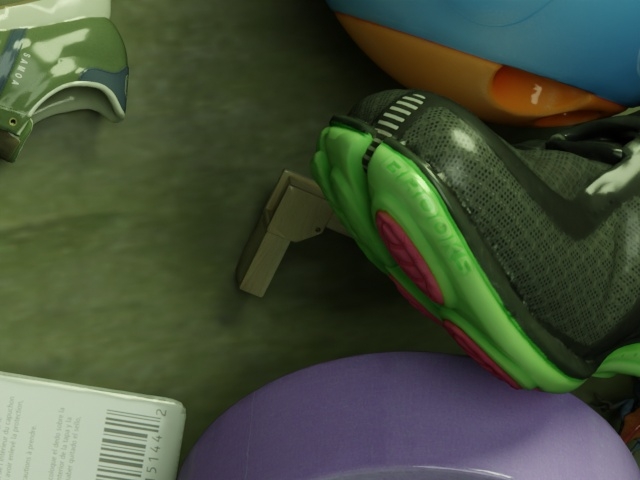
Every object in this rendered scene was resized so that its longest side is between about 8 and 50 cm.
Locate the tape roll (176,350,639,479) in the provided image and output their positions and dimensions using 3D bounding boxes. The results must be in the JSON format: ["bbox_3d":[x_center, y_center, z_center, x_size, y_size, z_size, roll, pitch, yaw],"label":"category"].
[{"bbox_3d":[0.050,0.190,1.116,0.275,0.275,0.090,20,38,-14],"label":"tape roll"}]

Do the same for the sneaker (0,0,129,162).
[{"bbox_3d":[-0.200,-0.085,1.166,0.192,0.064,0.086,-17,85,-21],"label":"sneaker"}]

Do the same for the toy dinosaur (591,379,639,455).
[{"bbox_3d":[0.201,0.107,1.272,0.047,0.090,0.082,44,40,3],"label":"toy dinosaur"}]

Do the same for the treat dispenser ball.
[{"bbox_3d":[0.128,-0.209,1.161,0.288,0.288,0.288,2,85,-17],"label":"treat dispenser ball"}]

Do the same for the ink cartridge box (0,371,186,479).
[{"bbox_3d":[-0.228,0.217,1.131,0.261,0.066,0.296,11,81,-16],"label":"ink cartridge box"}]

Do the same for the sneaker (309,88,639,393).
[{"bbox_3d":[0.179,-0.022,1.092,0.483,0.185,0.202,12,114,-48],"label":"sneaker"}]

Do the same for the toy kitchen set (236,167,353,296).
[{"bbox_3d":[0.000,0.000,1.236,0.083,0.068,0.075,22,107,-14],"label":"toy kitchen set"}]
